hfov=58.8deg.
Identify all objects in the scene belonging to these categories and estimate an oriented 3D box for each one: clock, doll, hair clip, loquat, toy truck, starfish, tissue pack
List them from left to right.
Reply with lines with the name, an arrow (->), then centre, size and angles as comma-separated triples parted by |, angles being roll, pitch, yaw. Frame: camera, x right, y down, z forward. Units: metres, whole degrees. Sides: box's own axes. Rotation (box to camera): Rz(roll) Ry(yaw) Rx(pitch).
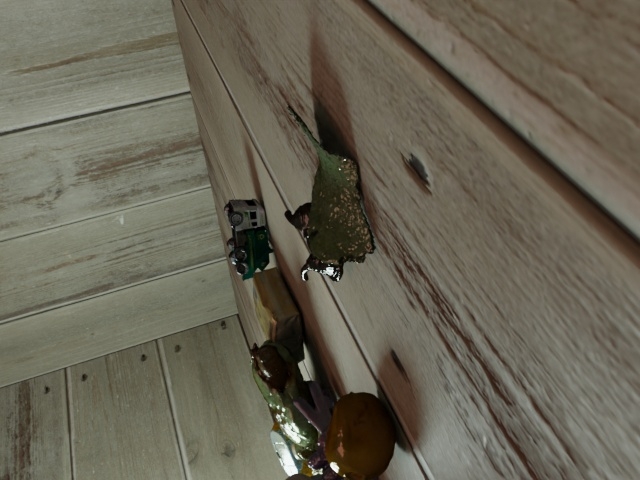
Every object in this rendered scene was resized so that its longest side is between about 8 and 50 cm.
toy truck -> -0.194, -0.008, 1.566 | 0.110, 0.116, 0.216 | -137, 41, -63
tissue pack -> -0.113, 0.204, 1.522 | 0.222, 0.090, 0.186 | -126, 26, -52
clock -> -0.048, 0.555, 1.556 | 0.103, 0.144, 0.231 | -20, 93, 48
doll -> 0.000, 0.000, 0.904 | 0.165, 0.057, 0.139 | -17, 87, 68
starfish -> 0.005, 0.573, 1.386 | 0.176, 0.053, 0.208 | 61, 172, 9
hair clip -> 0.019, 0.412, 1.193 | 0.090, 0.137, 0.278 | 39, -170, -36
loquat -> 0.062, 0.306, 0.894 | 0.137, 0.112, 0.138 | -7, -90, -83

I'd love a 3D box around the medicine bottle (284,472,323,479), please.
medicine bottle -> 0.007, 0.569, 1.195 | 0.215, 0.135, 0.135 | 44, -173, -36

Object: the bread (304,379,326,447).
bread -> 0.016, 0.473, 1.419 | 0.267, 0.040, 0.267 | 163, 90, -77

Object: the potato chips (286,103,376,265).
potato chips -> 0.005, -0.082, 0.783 | 0.167, 0.059, 0.229 | -176, 75, -69

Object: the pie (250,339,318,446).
pie -> -0.088, 0.376, 1.398 | 0.275, 0.105, 0.257 | 60, 164, 11
